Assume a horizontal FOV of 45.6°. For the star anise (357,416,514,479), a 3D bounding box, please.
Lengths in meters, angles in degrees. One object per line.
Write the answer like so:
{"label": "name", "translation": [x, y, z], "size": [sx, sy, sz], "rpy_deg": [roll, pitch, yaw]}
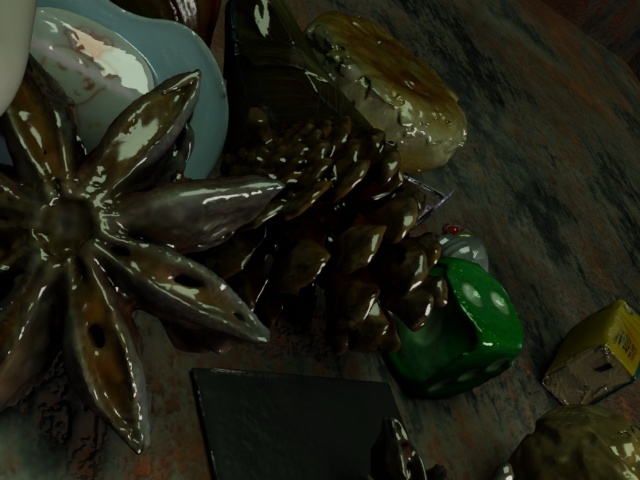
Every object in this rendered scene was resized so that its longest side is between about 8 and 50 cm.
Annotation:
{"label": "star anise", "translation": [0.089, 0.263, 0.674], "size": [0.231, 0.089, 0.209], "rpy_deg": [13, 56, -30]}

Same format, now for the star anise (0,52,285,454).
{"label": "star anise", "translation": [-0.185, 0.004, 0.582], "size": [0.332, 0.331, 0.117], "rpy_deg": [47, -11, 5]}

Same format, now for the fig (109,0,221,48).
{"label": "fig", "translation": [-0.196, -0.257, 0.927], "size": [0.217, 0.216, 0.321], "rpy_deg": [-35, 109, -56]}

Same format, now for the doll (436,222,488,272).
{"label": "doll", "translation": [0.206, 0.018, 1.115], "size": [0.094, 0.079, 0.180], "rpy_deg": [39, 22, -7]}

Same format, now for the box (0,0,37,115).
{"label": "box", "translation": [-0.368, -0.158, 0.508], "size": [0.348, 0.141, 0.289], "rpy_deg": [-9, 48, -3]}

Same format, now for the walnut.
{"label": "walnut", "translation": [0.301, 0.296, 0.803], "size": [0.198, 0.198, 0.245], "rpy_deg": [-7, 56, -50]}

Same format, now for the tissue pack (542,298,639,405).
{"label": "tissue pack", "translation": [0.406, 0.167, 1.116], "size": [0.082, 0.120, 0.169], "rpy_deg": [50, 35, 6]}

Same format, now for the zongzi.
{"label": "zongzi", "translation": [-0.020, -0.203, 0.907], "size": [0.112, 0.242, 0.221], "rpy_deg": [-15, 103, -47]}

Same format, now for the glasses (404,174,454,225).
{"label": "glasses", "translation": [0.133, -0.079, 1.149], "size": [0.104, 0.062, 0.140], "rpy_deg": [49, 32, 10]}

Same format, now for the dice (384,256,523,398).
{"label": "dice", "translation": [0.154, 0.105, 0.908], "size": [0.120, 0.128, 0.131], "rpy_deg": [12, 43, -42]}

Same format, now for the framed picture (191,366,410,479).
{"label": "framed picture", "translation": [0.024, 0.271, 0.692], "size": [0.255, 0.014, 0.339], "rpy_deg": [12, 44, -38]}

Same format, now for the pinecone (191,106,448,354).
{"label": "pinecone", "translation": [0.000, 0.000, 0.779], "size": [0.309, 0.244, 0.244], "rpy_deg": [49, 29, -25]}

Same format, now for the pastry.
{"label": "pastry", "translation": [0.087, -0.225, 1.182], "size": [0.329, 0.136, 0.330], "rpy_deg": [28, 31, -19]}

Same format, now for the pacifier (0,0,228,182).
{"label": "pacifier", "translation": [-0.236, -0.131, 0.739], "size": [0.287, 0.239, 0.226], "rpy_deg": [25, 5, -11]}
